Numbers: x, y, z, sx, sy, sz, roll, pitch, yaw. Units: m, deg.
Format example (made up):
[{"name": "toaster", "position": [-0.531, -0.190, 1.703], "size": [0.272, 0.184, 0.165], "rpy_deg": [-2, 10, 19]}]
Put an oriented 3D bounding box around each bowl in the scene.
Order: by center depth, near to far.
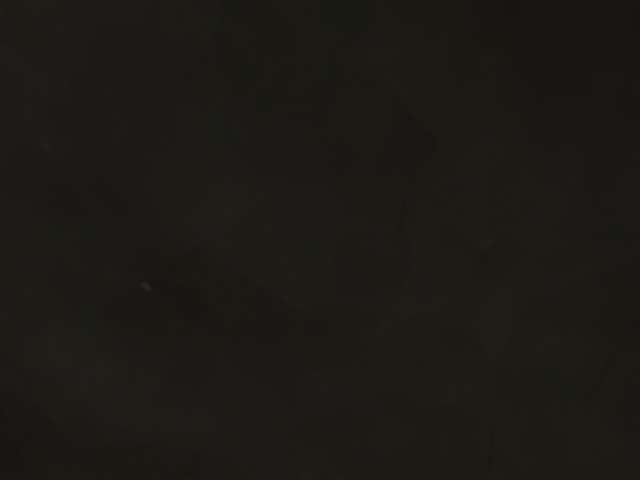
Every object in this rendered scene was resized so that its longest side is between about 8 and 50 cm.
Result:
[{"name": "bowl", "position": [-0.035, -0.005, 0.456], "size": [0.391, 0.077, 0.391], "rpy_deg": [11, 130, 13]}]
